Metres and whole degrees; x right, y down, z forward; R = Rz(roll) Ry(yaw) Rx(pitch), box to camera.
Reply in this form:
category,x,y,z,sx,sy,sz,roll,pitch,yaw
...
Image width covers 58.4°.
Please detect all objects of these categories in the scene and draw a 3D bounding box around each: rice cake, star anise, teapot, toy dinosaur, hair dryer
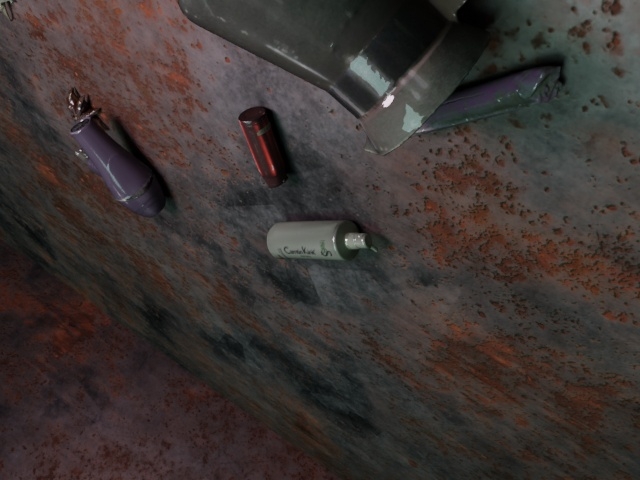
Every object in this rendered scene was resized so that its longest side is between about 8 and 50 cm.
category,x,y,z,sx,sy,sz,roll,pitch,yaw
rice cake,0.201,-0.186,0.791,0.270,0.055,0.049,-4,123,51
star anise,-0.616,-0.330,1.485,0.141,0.042,0.141,26,145,20
teapot,0.028,-0.304,0.690,0.344,0.253,0.300,39,118,-11
toy dinosaur,-0.736,-0.565,1.330,0.058,0.037,0.180,58,145,18
hair dryer,-0.595,-0.212,1.546,0.361,0.121,0.301,20,153,44

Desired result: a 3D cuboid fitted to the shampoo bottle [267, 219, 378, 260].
category,x,y,z,sx,sy,sz,roll,pitch,yaw
shampoo bottle,0.000,0.000,1.201,0.262,0.085,0.085,0,130,45

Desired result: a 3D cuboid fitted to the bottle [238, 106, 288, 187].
category,x,y,z,sx,sy,sz,roll,pitch,yaw
bottle,-0.110,-0.178,1.124,0.060,0.060,0.164,15,140,35
